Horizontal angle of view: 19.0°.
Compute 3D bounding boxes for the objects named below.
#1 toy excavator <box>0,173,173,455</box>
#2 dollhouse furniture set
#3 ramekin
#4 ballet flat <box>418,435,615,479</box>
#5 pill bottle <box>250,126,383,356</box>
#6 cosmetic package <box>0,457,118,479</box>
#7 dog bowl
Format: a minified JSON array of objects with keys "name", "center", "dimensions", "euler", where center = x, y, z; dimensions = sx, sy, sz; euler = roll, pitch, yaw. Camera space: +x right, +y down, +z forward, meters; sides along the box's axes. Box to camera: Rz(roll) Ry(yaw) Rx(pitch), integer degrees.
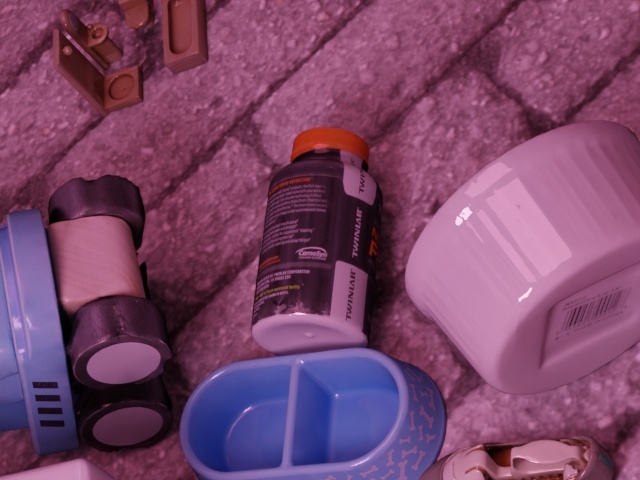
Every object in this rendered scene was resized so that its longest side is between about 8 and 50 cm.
[{"name":"toy excavator","center":[-0.399,0.147,2.146],"dimensions":[0.445,0.433,0.222],"euler":[-8,56,-8]},{"name":"dollhouse furniture set","center":[-0.236,-0.264,2.374],"dimensions":[0.151,0.123,0.144],"euler":[-17,57,19]},{"name":"ramekin","center":[0.234,0.027,1.874],"dimensions":[0.277,0.277,0.135],"euler":[-36,60,6]},{"name":"ballet flat","center":[0.186,0.225,1.909],"dimensions":[0.213,0.068,0.072],"euler":[-8,56,24]},{"name":"pill bottle","center":[0.000,0.000,2.095],"dimensions":[0.130,0.130,0.245],"euler":[-7,61,25]},{"name":"cosmetic package","center":[-0.320,0.449,1.887],"dimensions":[0.394,0.329,0.327],"euler":[-15,57,21]},{"name":"dog bowl","center":[-0.018,0.197,2.031],"dimensions":[0.297,0.074,0.166],"euler":[-8,60,25]}]
